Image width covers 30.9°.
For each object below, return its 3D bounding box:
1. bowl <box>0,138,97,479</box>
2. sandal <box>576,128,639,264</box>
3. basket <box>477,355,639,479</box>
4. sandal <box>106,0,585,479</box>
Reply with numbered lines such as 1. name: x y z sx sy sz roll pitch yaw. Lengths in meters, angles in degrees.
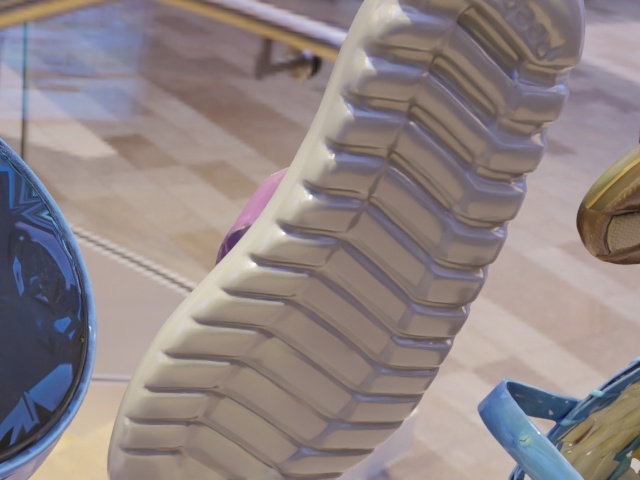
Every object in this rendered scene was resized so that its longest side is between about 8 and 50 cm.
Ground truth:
1. bowl: -0.340 0.031 0.895 0.391 0.077 0.391 34 38 -31
2. sandal: 0.150 -0.058 0.405 0.180 0.072 0.049 -43 57 -11
3. basket: 0.241 0.200 0.756 0.255 0.201 0.289 53 15 30
4. sandal: 0.013 0.006 0.683 0.169 0.416 0.102 24 22 -26
